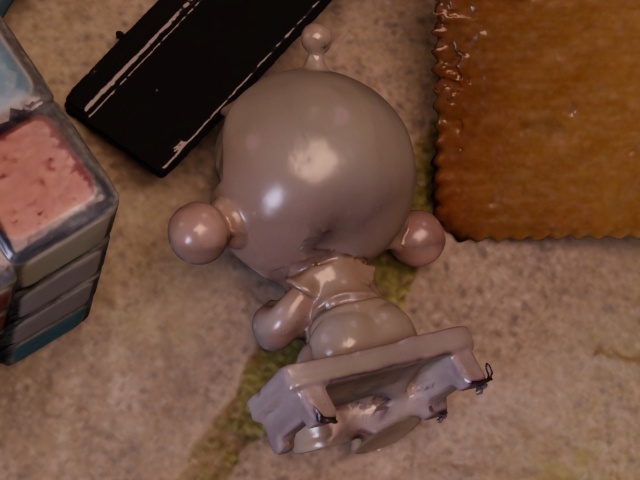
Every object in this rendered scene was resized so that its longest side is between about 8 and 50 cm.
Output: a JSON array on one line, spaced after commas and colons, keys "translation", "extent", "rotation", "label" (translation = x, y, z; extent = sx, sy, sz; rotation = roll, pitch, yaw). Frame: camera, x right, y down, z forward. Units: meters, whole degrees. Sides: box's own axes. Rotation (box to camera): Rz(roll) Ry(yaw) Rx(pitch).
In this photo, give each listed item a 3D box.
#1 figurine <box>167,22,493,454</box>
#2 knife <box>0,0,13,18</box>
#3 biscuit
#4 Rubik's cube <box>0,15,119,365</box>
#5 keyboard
[{"translation": [-0.002, -0.002, 1.011], "extent": [0.182, 0.144, 0.256], "rotation": [-14, 75, -10], "label": "figurine"}, {"translation": [-0.154, -0.207, 1.064], "extent": [0.244, 0.032, 0.058], "rotation": [-40, 99, -9], "label": "knife"}, {"translation": [0.188, -0.109, 1.061], "extent": [0.237, 0.013, 0.232], "rotation": [-1, 108, 2], "label": "biscuit"}, {"translation": [-0.284, -0.026, 0.889], "extent": [0.253, 0.259, 0.256], "rotation": [-32, 85, -20], "label": "Rubik's cube"}, {"translation": [-0.036, -0.176, 1.084], "extent": [0.101, 0.018, 0.309], "rotation": [35, 74, 23], "label": "keyboard"}]
